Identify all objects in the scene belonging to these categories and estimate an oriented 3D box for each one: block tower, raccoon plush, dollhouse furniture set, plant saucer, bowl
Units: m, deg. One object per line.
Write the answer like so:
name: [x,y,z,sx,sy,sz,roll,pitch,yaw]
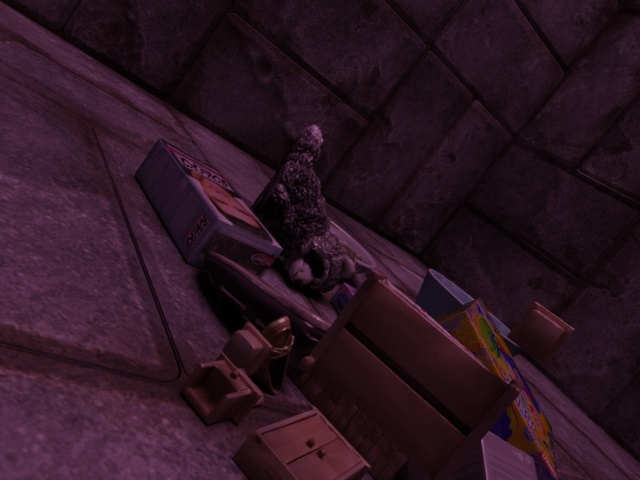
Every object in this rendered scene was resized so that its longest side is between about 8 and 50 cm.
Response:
block tower: [0.076,0.276,0.893,0.335,0.091,0.097,43,11,33]
raccoon plush: [0.004,-0.080,1.462,0.299,0.446,0.216,36,-23,-13]
dollhouse furniture set: [0.061,0.144,0.681,0.303,0.355,0.174,41,10,23]
plant saucer: [0.000,0.000,1.837,0.401,0.100,0.400,36,11,-8]
bowl: [0.352,0.231,1.448,0.312,0.163,0.311,38,9,-7]

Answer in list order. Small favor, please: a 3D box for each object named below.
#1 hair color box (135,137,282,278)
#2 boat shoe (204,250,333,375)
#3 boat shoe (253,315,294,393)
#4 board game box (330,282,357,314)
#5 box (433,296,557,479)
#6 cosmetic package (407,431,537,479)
hair color box: [-0.256,-0.069,1.240,0.185,0.113,0.374,27,15,-45]
boat shoe: [-0.116,0.112,0.957,0.335,0.095,0.112,26,-8,42]
boat shoe: [-0.063,0.166,0.805,0.056,0.153,0.048,-22,57,-36]
board game box: [0.202,0.269,1.414,0.319,0.066,0.318,33,11,-27]
box: [0.271,0.279,1.018,0.289,0.177,0.279,63,18,10]
cosmetic package: [0.166,0.339,0.587,0.107,0.127,0.237,35,35,-17]
